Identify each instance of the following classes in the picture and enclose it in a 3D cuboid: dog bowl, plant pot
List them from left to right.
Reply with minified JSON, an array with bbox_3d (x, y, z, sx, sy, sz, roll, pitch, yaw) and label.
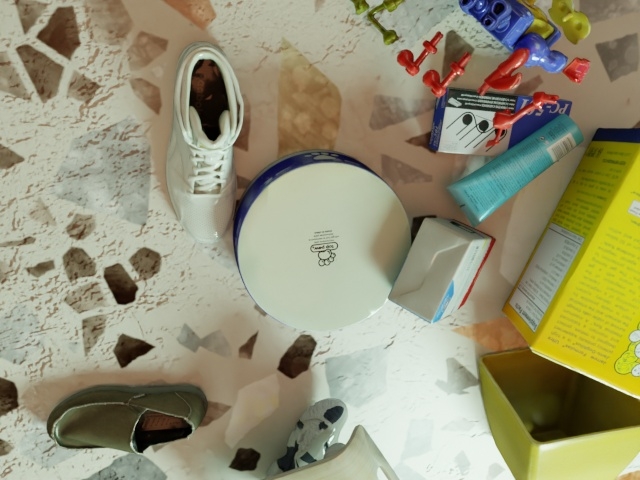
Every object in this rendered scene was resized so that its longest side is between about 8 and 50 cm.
[{"bbox_3d":[0.000,0.000,0.915,0.264,0.104,0.265,-3,107,-9],"label":"dog bowl"},{"bbox_3d":[0.405,0.324,1.042,0.212,0.212,0.187,-7,119,-8],"label":"plant pot"}]

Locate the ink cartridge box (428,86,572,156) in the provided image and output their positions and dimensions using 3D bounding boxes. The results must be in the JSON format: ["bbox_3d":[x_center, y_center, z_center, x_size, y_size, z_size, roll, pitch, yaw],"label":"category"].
[{"bbox_3d":[0.280,-0.182,0.941,0.206,0.046,0.097,3,107,-12],"label":"ink cartridge box"}]

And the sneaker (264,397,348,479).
[{"bbox_3d":[0.018,0.386,1.039,0.153,0.094,0.235,27,100,-18],"label":"sneaker"}]

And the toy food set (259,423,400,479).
[{"bbox_3d":[-0.017,0.427,0.967,0.306,0.092,0.220,-26,109,20],"label":"toy food set"}]

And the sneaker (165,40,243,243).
[{"bbox_3d":[-0.162,-0.118,0.818,0.108,0.169,0.293,-3,108,-11],"label":"sneaker"}]

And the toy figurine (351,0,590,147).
[{"bbox_3d":[0.228,-0.308,0.857,0.363,0.217,0.191,49,121,19],"label":"toy figurine"}]

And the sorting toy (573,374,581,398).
[{"bbox_3d":[0.514,0.269,1.135,0.062,0.012,0.083,23,101,-16],"label":"sorting toy"}]

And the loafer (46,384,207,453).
[{"bbox_3d":[-0.307,0.286,0.952,0.251,0.087,0.095,-8,108,-8],"label":"loafer"}]

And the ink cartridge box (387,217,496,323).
[{"bbox_3d":[0.198,0.040,0.937,0.078,0.231,0.134,28,102,22],"label":"ink cartridge box"}]

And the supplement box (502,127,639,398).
[{"bbox_3d":[0.469,0.025,0.939,0.195,0.194,0.357,24,102,-1],"label":"supplement box"}]

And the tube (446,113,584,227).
[{"bbox_3d":[0.300,-0.110,0.921,0.207,0.052,0.080,-36,97,9],"label":"tube"}]
